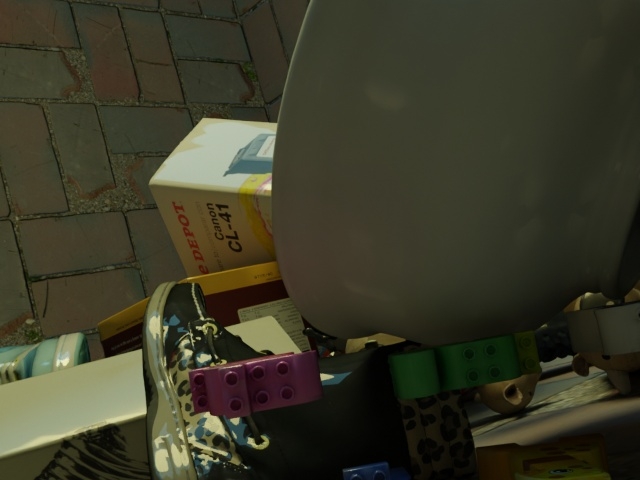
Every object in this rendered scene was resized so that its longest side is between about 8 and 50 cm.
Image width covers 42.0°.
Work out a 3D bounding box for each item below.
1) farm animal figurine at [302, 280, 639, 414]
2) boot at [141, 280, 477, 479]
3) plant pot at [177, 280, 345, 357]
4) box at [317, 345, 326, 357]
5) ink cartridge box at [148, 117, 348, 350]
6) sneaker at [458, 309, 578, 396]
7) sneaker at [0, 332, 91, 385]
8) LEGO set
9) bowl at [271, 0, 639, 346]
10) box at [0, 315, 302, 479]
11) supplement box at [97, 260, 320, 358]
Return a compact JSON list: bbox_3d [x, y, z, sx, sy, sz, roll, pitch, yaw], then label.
[{"bbox_3d":[0.206,0.054,0.683,0.330,0.172,0.327,-32,-28,35],"label":"farm animal figurine"},{"bbox_3d":[-0.019,0.090,0.533,0.179,0.085,0.236,-12,29,-6],"label":"boot"},{"bbox_3d":[-0.051,0.184,1.338,0.236,0.267,0.267,-8,-4,24],"label":"plant pot"},{"bbox_3d":[-0.108,0.207,1.088,0.233,0.044,0.159,-34,9,27],"label":"box"},{"bbox_3d":[0.000,0.000,0.902,0.306,0.226,0.131,6,43,26],"label":"ink cartridge box"},{"bbox_3d":[0.202,0.124,0.970,0.350,0.148,0.131,1,-39,21],"label":"sneaker"},{"bbox_3d":[-0.365,0.179,0.950,0.208,0.127,0.319,-6,-8,-18],"label":"sneaker"},{"bbox_3d":[0.062,0.076,0.328,0.227,0.087,0.093,-10,-6,-2],"label":"LEGO set"},{"bbox_3d":[0.117,-0.060,0.426,0.134,0.297,0.298,24,12,27],"label":"bowl"},{"bbox_3d":[-0.143,0.154,0.641,0.275,0.113,0.094,-14,27,-20],"label":"box"},{"bbox_3d":[-0.106,0.144,0.847,0.129,0.194,0.191,-10,-11,-43],"label":"supplement box"}]
